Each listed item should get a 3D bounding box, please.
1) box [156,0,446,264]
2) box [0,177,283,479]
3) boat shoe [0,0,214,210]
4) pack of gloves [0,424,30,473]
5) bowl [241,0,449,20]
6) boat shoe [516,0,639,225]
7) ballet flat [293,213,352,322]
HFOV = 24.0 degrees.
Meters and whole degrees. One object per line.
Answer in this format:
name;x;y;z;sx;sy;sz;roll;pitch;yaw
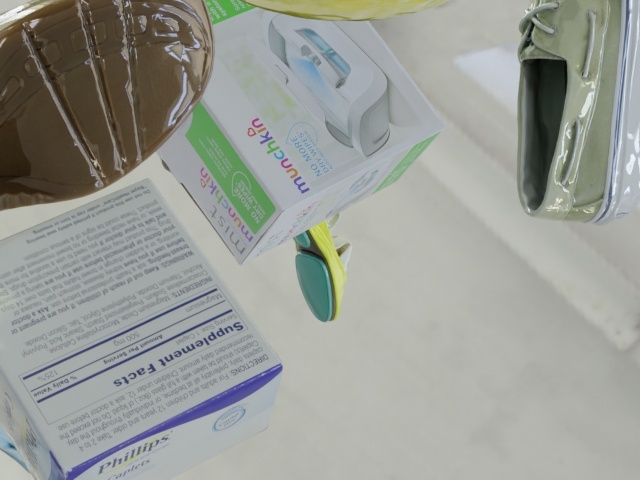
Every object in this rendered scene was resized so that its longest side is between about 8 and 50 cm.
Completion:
box;-0.052;-0.145;1.511;0.262;0.231;0.127;55;-36;10
box;-0.109;0.056;0.777;0.137;0.126;0.072;53;-28;25
boat shoe;-0.215;-0.070;0.860;0.123;0.342;0.123;26;-41;40
pack of gloves;-0.308;0.140;1.506;0.232;0.195;0.046;31;-72;8
bowl;-0.017;-0.237;0.684;0.289;0.156;0.290;6;-74;23
boat shoe;0.211;-0.161;1.237;0.109;0.094;0.302;1;-85;62
ballet flat;0.000;0.000;1.955;0.077;0.077;0.231;22;-40;49
